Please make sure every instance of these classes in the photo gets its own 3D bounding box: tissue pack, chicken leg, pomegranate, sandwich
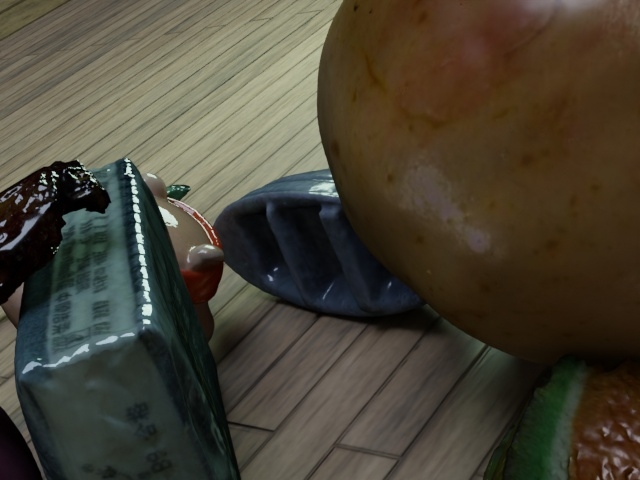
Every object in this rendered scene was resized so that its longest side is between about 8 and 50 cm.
[{"bbox_3d":[-0.128,0.098,0.744,0.103,0.227,0.315,-20,25,-3],"label":"tissue pack"},{"bbox_3d":[-0.207,0.041,0.615,0.106,0.051,0.253,-15,36,31],"label":"chicken leg"},{"bbox_3d":[0.189,-0.087,0.718,0.412,0.411,0.411,-18,26,9],"label":"pomegranate"},{"bbox_3d":[0.163,0.152,0.567,0.160,0.109,0.184,8,32,14],"label":"sandwich"}]

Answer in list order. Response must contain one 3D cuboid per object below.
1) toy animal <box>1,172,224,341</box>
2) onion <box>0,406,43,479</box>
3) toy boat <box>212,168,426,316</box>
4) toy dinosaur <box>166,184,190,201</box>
[{"bbox_3d":[-0.183,0.039,0.965,0.198,0.171,0.171,-35,27,-3],"label":"toy animal"},{"bbox_3d":[-0.362,0.212,0.642,0.358,0.345,0.358,-52,19,26],"label":"onion"},{"bbox_3d":[0.000,0.000,0.951,0.078,0.127,0.283,-39,25,-31],"label":"toy boat"},{"bbox_3d":[-0.283,0.003,1.236,0.292,0.079,0.120,-27,24,-1],"label":"toy dinosaur"}]
